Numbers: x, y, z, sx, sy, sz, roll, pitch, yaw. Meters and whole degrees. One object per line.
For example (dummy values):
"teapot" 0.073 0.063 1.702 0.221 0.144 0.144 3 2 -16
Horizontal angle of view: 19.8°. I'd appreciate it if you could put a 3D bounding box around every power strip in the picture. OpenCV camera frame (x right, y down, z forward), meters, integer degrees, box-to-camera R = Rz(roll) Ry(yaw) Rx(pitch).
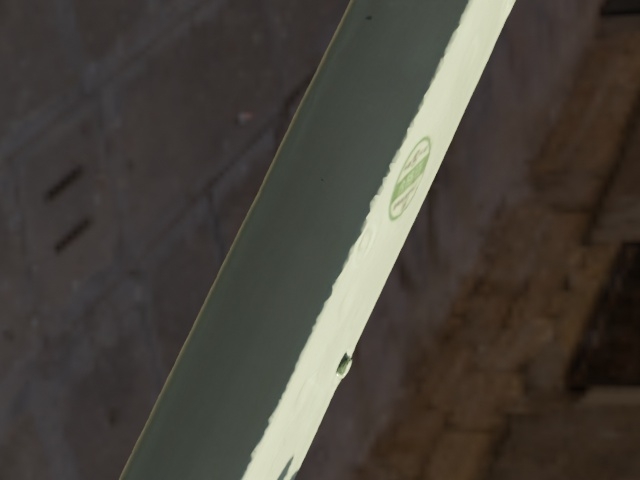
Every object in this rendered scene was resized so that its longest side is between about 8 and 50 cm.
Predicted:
"power strip" 0.000 0.000 0.847 0.385 0.062 0.091 -65 165 -8
